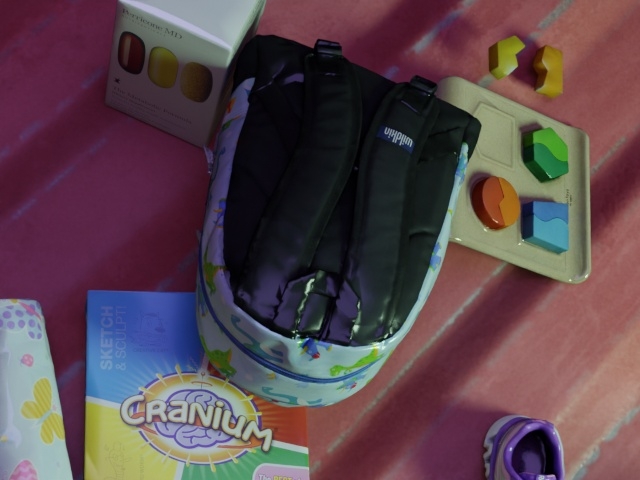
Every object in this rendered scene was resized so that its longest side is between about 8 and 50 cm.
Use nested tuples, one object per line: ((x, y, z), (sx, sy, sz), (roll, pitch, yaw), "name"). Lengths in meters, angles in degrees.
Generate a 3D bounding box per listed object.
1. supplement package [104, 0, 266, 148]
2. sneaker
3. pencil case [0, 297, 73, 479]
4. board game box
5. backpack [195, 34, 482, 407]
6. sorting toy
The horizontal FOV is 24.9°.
((-0.151, -0.233, 1.636), (0.139, 0.244, 0.134), (24, 66, -1), "supplement package")
((0.223, 0.295, 1.578), (0.095, 0.104, 0.236), (8, 68, -10), "sneaker")
((-0.326, 0.196, 1.502), (0.124, 0.113, 0.273), (-22, 69, 27), "pencil case")
((-0.135, 0.213, 1.559), (0.242, 0.064, 0.316), (1, 68, -11), "board game box")
((0.000, 0.000, 1.521), (0.290, 0.273, 0.355), (19, 41, -12), "backpack")
((0.237, -0.118, 1.742), (0.229, 0.041, 0.307), (17, 64, -29), "sorting toy")
